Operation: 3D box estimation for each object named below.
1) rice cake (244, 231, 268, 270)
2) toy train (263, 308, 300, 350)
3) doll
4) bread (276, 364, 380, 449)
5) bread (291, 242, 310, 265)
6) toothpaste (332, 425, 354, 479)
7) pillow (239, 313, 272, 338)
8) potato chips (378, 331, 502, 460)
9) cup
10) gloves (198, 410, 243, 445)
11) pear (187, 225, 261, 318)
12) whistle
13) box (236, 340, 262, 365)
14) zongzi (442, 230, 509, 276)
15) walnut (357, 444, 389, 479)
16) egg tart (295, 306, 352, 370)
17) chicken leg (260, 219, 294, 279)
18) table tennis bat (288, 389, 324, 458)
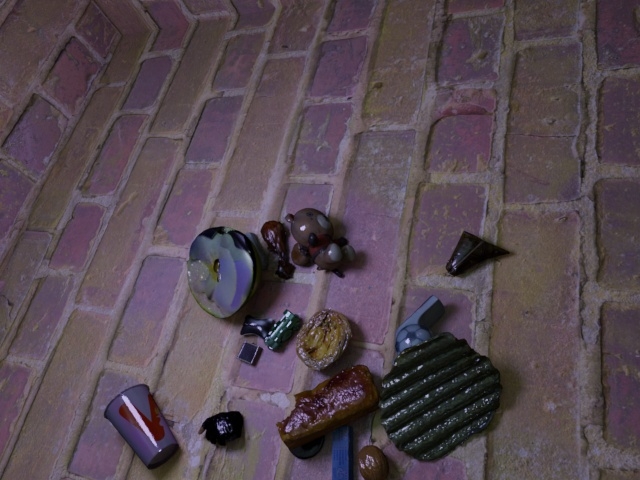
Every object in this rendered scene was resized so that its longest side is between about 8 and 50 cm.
[{"bbox_3d":[-0.296,0.045,2.143,0.063,0.069,0.206,-34,58,3],"label":"rice cake"},{"bbox_3d":[-0.156,0.362,1.897,0.071,0.104,0.178,38,83,29],"label":"toy train"},{"bbox_3d":[0.000,0.000,1.984,0.174,0.235,0.330,-55,52,32],"label":"doll"},{"bbox_3d":[0.020,0.576,1.675,0.380,0.109,0.185,-26,42,0],"label":"bread"},{"bbox_3d":[-0.085,0.065,2.046,0.082,0.060,0.113,-43,46,29],"label":"bread"},{"bbox_3d":[0.077,0.778,1.614,0.066,0.053,0.272,-11,61,22],"label":"toothpaste"},{"bbox_3d":[-0.268,0.359,1.975,0.135,0.055,0.091,5,34,21],"label":"pillow"},{"bbox_3d":[0.376,0.507,1.555,0.429,0.070,0.358,-36,87,9],"label":"potato chips"},{"bbox_3d":[-0.695,0.741,1.879,0.203,0.203,0.288,-45,63,-5],"label":"cup"},{"bbox_3d":[-0.393,0.713,1.805,0.180,0.106,0.129,-17,61,9],"label":"gloves"},{"bbox_3d":[-0.384,0.129,2.033,0.399,0.165,0.399,-2,87,34],"label":"pear"},{"bbox_3d":[0.361,0.344,1.669,0.289,0.163,0.163,-43,56,-7],"label":"whistle"},{"bbox_3d":[-0.289,0.459,1.939,0.079,0.035,0.083,13,70,27],"label":"box"},{"bbox_3d":[0.578,0.081,1.769,0.184,0.084,0.187,27,83,21],"label":"zongzi"},{"bbox_3d":[0.174,0.737,1.569,0.105,0.105,0.124,-23,46,9],"label":"walnut"},{"bbox_3d":[0.021,0.386,1.821,0.232,0.098,0.252,-2,59,28],"label":"egg tart"},{"bbox_3d":[-0.184,0.033,2.098,0.113,0.093,0.304,-20,61,-2],"label":"chicken leg"},{"bbox_3d":[-0.052,0.671,1.737,0.150,0.027,0.236,-2,64,20],"label":"table tennis bat"}]
